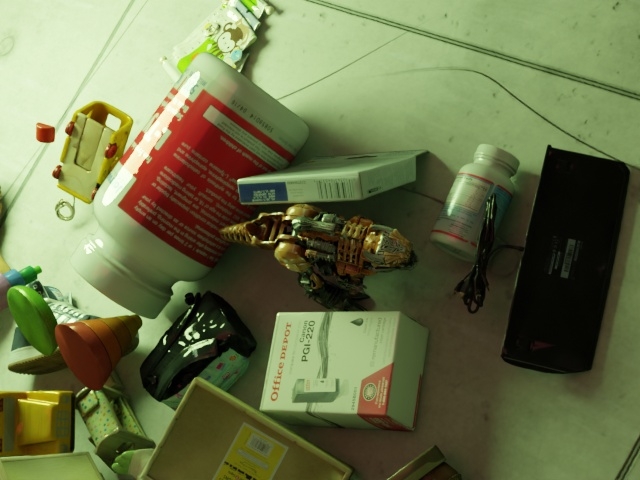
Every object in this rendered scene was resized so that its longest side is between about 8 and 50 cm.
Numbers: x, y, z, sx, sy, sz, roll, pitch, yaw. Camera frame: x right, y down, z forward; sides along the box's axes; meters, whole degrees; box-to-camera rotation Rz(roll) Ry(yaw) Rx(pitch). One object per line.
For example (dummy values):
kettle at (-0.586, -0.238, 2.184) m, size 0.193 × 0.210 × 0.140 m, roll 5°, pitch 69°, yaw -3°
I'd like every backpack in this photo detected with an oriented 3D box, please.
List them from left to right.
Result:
backpack at (-0.192, 0.188, 1.799) m, size 0.182 × 0.115 × 0.152 m, roll -48°, pitch 40°, yaw 7°

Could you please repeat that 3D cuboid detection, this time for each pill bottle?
pill bottle at (-0.220, -0.083, 1.867) m, size 0.229 × 0.229 × 0.407 m, roll 38°, pitch 93°, yaw 39°
pill bottle at (0.226, -0.054, 1.655) m, size 0.087 × 0.087 × 0.160 m, roll 19°, pitch 80°, yaw 38°

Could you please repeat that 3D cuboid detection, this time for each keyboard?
keyboard at (0.299, 0.019, 1.574) m, size 0.202 × 0.033 × 0.317 m, roll 14°, pitch 74°, yaw 8°

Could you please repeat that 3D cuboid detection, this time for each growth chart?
growth chart at (-0.188, -0.368, 2.097) m, size 0.237 × 0.021 × 0.172 m, roll -48°, pitch 49°, yaw -5°

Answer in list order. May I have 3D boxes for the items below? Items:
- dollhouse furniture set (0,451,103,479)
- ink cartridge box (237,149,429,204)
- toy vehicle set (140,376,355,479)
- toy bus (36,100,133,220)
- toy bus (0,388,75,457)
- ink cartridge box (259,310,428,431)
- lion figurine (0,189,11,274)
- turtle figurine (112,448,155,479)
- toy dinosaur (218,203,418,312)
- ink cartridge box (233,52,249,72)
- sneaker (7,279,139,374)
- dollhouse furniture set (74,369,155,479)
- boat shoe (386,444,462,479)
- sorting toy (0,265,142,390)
dollhouse furniture set at (-0.455, 0.450, 1.771) m, size 0.212 × 0.161 × 0.242 m, roll 51°, pitch 123°, yaw 37°
ink cartridge box at (0.025, -0.096, 1.755) m, size 0.223 × 0.224 × 0.045 m, roll -1°, pitch 102°, yaw 34°
toy vehicle set at (-0.105, 0.333, 1.641) m, size 0.267 × 0.035 × 0.166 m, roll 29°, pitch 89°, yaw 10°
toy bus at (-0.415, -0.155, 2.108) m, size 0.202 × 0.190 × 0.104 m, roll -12°, pitch 19°, yaw 28°
toy bus at (-0.561, 0.298, 1.866) m, size 0.333 × 0.130 × 0.108 m, roll -5°, pitch 80°, yaw 27°
ink cartridge box at (0.033, 0.188, 1.667) m, size 0.218 × 0.092 × 0.158 m, roll -4°, pitch 66°, yaw 34°
lion figurine at (-0.666, 0.032, 2.188) m, size 0.240 × 0.142 × 0.392 m, roll -35°, pitch 68°, yaw 6°
turtle figurine at (-0.273, 0.461, 1.674) m, size 0.275 × 0.198 × 0.266 m, roll -35°, pitch 49°, yaw 12°
toy dinosaur at (0.000, 0.000, 1.689) m, size 0.322 × 0.218 × 0.164 m, roll 32°, pitch 87°, yaw 34°
ink cartridge box at (-0.202, -0.251, 2.069) m, size 0.145 × 0.045 × 0.179 m, roll -7°, pitch 47°, yaw 31°
sneaker at (-0.430, 0.136, 1.988) m, size 0.282 × 0.099 × 0.153 m, roll -15°, pitch 63°, yaw 30°
dollhouse furniture set at (-0.393, 0.308, 1.880) m, size 0.161 × 0.101 × 0.182 m, roll -44°, pitch 52°, yaw 8°
boat shoe at (0.064, 0.405, 1.526) m, size 0.307 × 0.111 × 0.104 m, roll -40°, pitch 77°, yaw 9°
sorting toy at (-0.418, 0.115, 1.889) m, size 0.126 × 0.127 × 0.366 m, roll -32°, pitch 39°, yaw -32°
